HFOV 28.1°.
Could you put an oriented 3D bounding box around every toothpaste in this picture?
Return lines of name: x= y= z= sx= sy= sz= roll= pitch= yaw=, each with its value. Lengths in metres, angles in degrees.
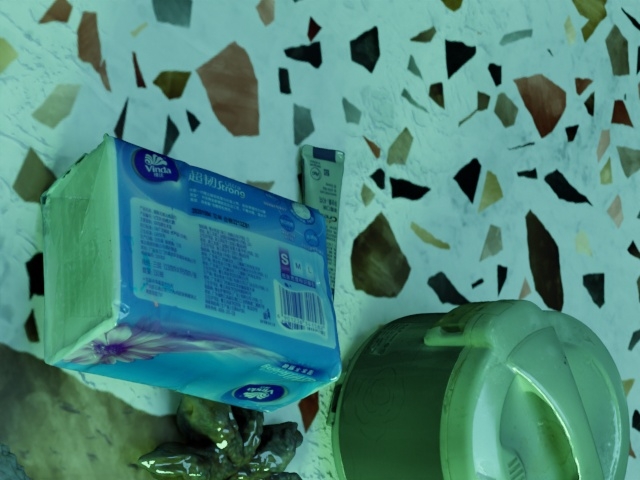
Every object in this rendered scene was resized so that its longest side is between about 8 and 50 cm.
toothpaste: x=0.000 y=0.000 z=1.439 sx=0.062 sy=0.037 sz=0.216 roll=10 pitch=77 yaw=-39

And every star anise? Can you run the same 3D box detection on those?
star anise: x=-0.098 y=0.223 z=1.320 sx=0.212 sy=0.073 sz=0.197 roll=-33 pitch=111 yaw=-38

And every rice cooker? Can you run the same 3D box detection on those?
rice cooker: x=0.182 y=0.208 z=1.421 sx=0.288 sy=0.277 sz=0.289 roll=6 pitch=81 yaw=-39

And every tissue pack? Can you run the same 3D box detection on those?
tissue pack: x=-0.124 y=0.043 z=1.236 sx=0.263 sy=0.146 sz=0.198 roll=17 pitch=53 yaw=-37

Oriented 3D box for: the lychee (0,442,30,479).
lychee: x=-0.317 y=0.240 z=1.077 sx=0.165 sy=0.165 sz=0.197 roll=16 pitch=44 yaw=-38
